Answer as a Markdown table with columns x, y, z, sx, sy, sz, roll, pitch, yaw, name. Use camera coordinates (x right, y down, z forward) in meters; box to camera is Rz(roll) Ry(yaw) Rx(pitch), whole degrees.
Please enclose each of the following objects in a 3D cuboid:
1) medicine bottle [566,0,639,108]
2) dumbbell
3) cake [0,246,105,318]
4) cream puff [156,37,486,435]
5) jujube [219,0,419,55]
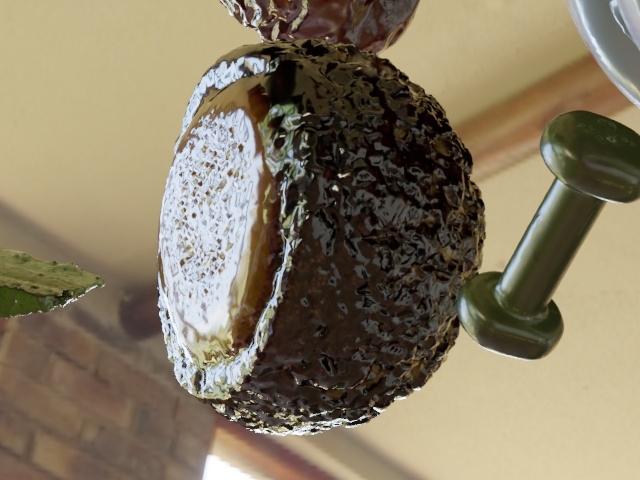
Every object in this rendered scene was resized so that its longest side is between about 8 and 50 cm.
| x | y | z | sx | sy | sz | roll | pitch | yaw | name |
| --- | --- | --- | --- | --- | --- | --- | --- | --- | --- |
| 0.261 | -0.169 | 0.720 | 0.256 | 0.325 | 0.256 | 2 | -77 | 8 | medicine bottle |
| 0.102 | 0.000 | 0.578 | 0.052 | 0.046 | 0.118 | 18 | -53 | -5 | dumbbell |
| -0.313 | 0.055 | 1.196 | 0.235 | 0.100 | 0.099 | 12 | -72 | 19 | cake |
| 0.000 | 0.000 | 0.783 | 0.165 | 0.239 | 0.239 | 7 | -34 | -27 | cream puff |
| -0.013 | -0.287 | 1.313 | 0.213 | 0.232 | 0.213 | -28 | -36 | -22 | jujube |
